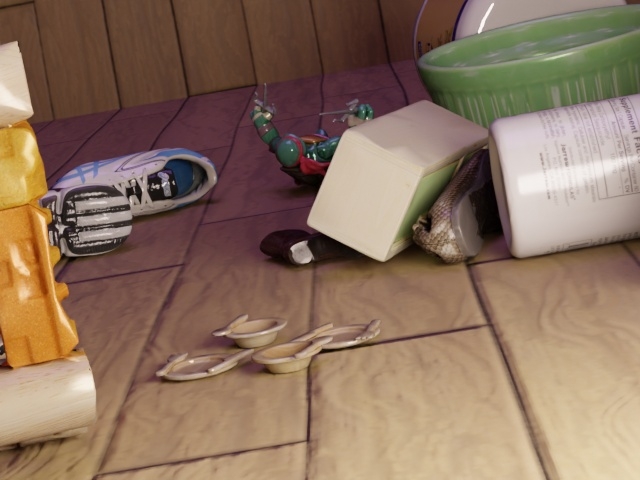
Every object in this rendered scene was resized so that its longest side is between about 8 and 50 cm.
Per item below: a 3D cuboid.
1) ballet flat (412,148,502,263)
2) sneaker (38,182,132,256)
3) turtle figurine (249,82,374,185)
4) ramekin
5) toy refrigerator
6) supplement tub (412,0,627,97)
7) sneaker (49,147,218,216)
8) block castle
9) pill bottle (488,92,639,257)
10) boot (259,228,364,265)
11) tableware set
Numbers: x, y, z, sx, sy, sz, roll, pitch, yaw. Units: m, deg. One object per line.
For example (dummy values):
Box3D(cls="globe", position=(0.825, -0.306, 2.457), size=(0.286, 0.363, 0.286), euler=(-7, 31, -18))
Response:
Box3D(cls="ballet flat", position=(0.140, -0.030, 1.839), size=(0.058, 0.084, 0.250), euler=(-16, 12, 21))
Box3D(cls="sneaker", position=(-0.364, -0.012, 2.194), size=(0.281, 0.106, 0.162), euler=(-2, 2, -12))
Box3D(cls="turtle figurine", position=(-0.010, -0.126, 2.395), size=(0.175, 0.118, 0.234), euler=(10, 2, 22))
Box3D(cls="ramekin", position=(0.275, -0.169, 2.209), size=(0.303, 0.148, 0.303), euler=(-12, 13, 3))
Box3D(cls="toy refrigerator", position=(0.087, -0.062, 1.877), size=(0.094, 0.102, 0.269), euler=(27, 17, 13))
Box3D(cls="supplement tub", position=(0.258, -0.259, 2.517), size=(0.241, 0.241, 0.331), euler=(-11, 10, -9))
Box3D(cls="sneaker", position=(-0.235, -0.066, 2.364), size=(0.237, 0.085, 0.086), euler=(-18, 8, -34))
Box3D(cls="block castle", position=(-0.319, 0.004, 1.424), size=(0.213, 0.303, 0.453), euler=(-13, 9, -13))
Box3D(cls="pill bottle", position=(0.275, -0.065, 1.724), size=(0.229, 0.131, 0.131), euler=(-10, 10, 0))
Box3D(cls="boot", position=(0.000, 0.000, 1.917), size=(0.106, 0.037, 0.114), euler=(-10, 5, -15))
Box3D(cls="tableware set", position=(-0.040, 0.083, 1.515), size=(0.169, 0.020, 0.141), euler=(-5, 11, 29))
